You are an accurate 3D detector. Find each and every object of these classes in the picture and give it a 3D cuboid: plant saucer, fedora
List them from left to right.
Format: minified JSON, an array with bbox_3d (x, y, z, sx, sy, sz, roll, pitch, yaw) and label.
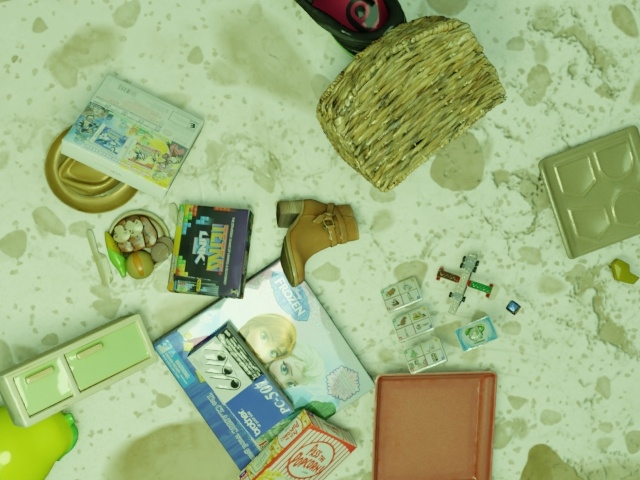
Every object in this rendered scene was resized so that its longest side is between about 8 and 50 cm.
[{"bbox_3d":[-0.431,-0.139,1.551,0.194,0.079,0.195,0,95,-3],"label":"fedora"},{"bbox_3d":[0.222,0.386,1.648,0.258,0.047,0.259,1,95,-14],"label":"plant saucer"}]

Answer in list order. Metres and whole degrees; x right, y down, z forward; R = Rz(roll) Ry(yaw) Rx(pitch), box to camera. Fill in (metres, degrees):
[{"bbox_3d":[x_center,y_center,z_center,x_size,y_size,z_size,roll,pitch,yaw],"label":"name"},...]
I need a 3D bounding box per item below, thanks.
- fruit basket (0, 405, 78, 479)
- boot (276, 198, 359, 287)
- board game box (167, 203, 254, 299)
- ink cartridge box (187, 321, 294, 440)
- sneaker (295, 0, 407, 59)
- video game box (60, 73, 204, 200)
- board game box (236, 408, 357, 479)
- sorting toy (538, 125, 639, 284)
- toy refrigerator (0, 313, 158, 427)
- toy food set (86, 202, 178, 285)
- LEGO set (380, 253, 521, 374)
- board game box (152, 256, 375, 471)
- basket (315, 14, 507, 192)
[{"bbox_3d":[-0.658,0.421,1.537,0.392,0.282,0.393,13,71,-42],"label":"fruit basket"},{"bbox_3d":[0.000,0.000,1.559,0.152,0.073,0.197,1,57,-13],"label":"boot"},{"bbox_3d":[-0.208,0.021,1.564,0.140,0.048,0.171,4,79,8],"label":"board game box"},{"bbox_3d":[-0.150,0.267,1.559,0.097,0.046,0.207,-37,97,2],"label":"ink cartridge box"},{"bbox_3d":[-0.025,-0.516,1.484,0.482,0.202,0.185,34,91,-7],"label":"sneaker"},{"bbox_3d":[-0.343,-0.192,1.519,0.205,0.048,0.187,26,52,-6],"label":"video game box"},{"bbox_3d":[-0.044,0.430,1.602,0.193,0.045,0.146,-47,130,10],"label":"board game box"},{"bbox_3d":[0.581,-0.052,1.657,0.228,0.041,0.308,-21,97,-6],"label":"sorting toy"},{"bbox_3d":[-0.445,0.235,1.512,0.269,0.094,0.102,-24,96,-34],"label":"toy refrigerator"},{"bbox_3d":[-0.352,0.007,1.591,0.191,0.038,0.133,-19,96,-2],"label":"toy food set"},{"bbox_3d":[0.262,0.137,1.618,0.244,0.060,0.183,-24,70,10],"label":"LEGO set"},{"bbox_3d":[-0.108,0.241,1.617,0.318,0.066,0.319,-35,97,-1],"label":"board game box"},{"bbox_3d":[0.137,-0.270,1.485,0.299,0.223,0.213,-38,115,1],"label":"basket"}]
